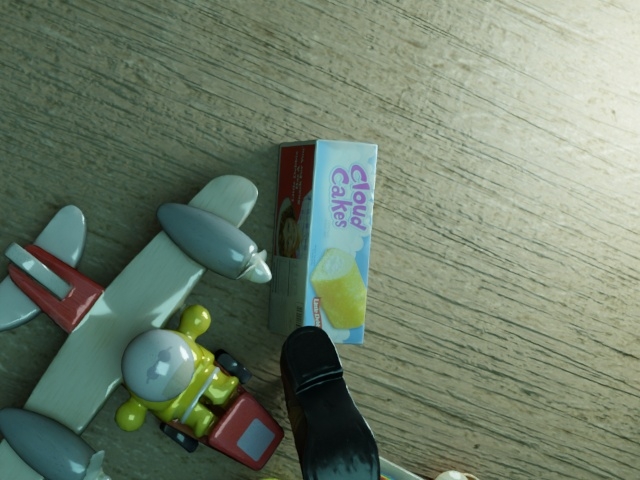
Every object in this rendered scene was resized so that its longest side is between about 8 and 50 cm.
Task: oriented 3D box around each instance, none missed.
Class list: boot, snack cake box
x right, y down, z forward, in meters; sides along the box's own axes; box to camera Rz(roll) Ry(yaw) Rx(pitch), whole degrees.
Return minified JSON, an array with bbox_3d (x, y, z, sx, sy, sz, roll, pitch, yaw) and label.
[{"bbox_3d":[-0.004,0.263,1.709,0.096,0.280,0.264,-19,73,-11],"label":"boot"},{"bbox_3d":[0.000,0.000,1.800,0.089,0.152,0.265,3,91,-19],"label":"snack cake box"}]

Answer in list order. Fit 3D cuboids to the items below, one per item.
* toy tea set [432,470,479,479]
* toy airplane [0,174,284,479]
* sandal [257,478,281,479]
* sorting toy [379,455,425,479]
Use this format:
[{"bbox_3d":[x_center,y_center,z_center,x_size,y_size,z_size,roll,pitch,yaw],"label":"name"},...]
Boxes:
[{"bbox_3d":[0.186,0.494,1.892,0.200,0.124,0.336,-15,97,-17],"label":"toy tea set"},{"bbox_3d":[-0.235,0.124,1.664,0.384,0.272,0.386,-6,94,-17],"label":"toy airplane"},{"bbox_3d":[-0.136,0.392,1.745,0.317,0.138,0.126,-17,100,-30],"label":"sandal"},{"bbox_3d":[0.097,0.448,1.813,0.257,0.089,0.256,26,88,11],"label":"sorting toy"}]
